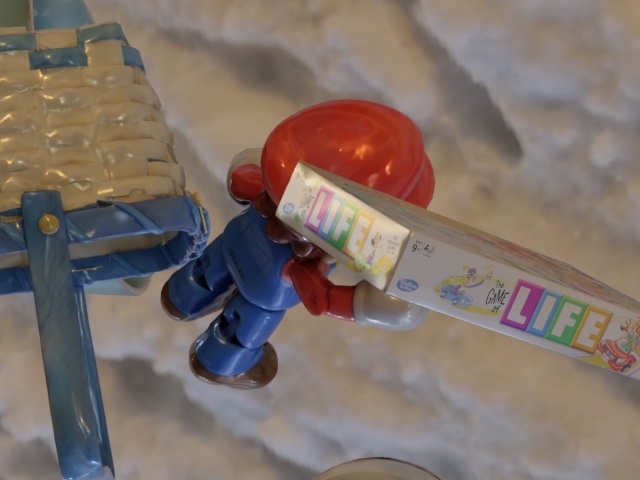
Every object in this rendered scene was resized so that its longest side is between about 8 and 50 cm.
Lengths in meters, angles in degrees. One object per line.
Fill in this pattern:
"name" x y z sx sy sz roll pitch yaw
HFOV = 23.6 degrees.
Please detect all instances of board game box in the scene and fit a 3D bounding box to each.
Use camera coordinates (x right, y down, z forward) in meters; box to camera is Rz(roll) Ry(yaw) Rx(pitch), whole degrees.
"board game box" 0.070 0.015 0.632 0.103 0.154 0.026 35 103 59

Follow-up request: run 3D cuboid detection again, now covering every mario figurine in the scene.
"mario figurine" 0.000 0.000 1.284 0.198 0.170 0.320 39 136 -5

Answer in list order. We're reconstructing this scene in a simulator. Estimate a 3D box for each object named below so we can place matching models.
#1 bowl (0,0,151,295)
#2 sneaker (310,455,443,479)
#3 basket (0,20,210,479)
"bowl" -0.276 -0.083 1.386 0.311 0.163 0.311 -14 -90 -84
"sneaker" 0.016 0.241 0.766 0.126 0.127 0.321 14 108 14
"basket" -0.173 0.020 1.013 0.255 0.201 0.289 122 134 -76
